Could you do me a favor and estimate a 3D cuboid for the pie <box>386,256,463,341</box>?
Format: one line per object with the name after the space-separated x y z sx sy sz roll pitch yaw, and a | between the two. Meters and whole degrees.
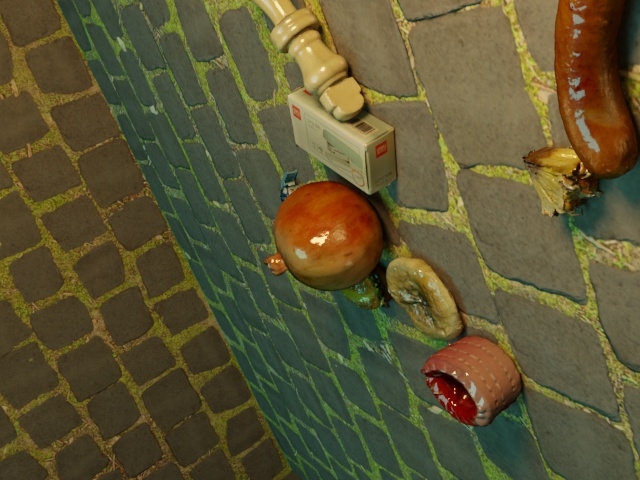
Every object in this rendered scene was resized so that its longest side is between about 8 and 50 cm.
0.232 0.124 1.553 0.218 0.052 0.185 53 152 9 | pie

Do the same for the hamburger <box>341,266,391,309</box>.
0.097 0.104 1.760 0.166 0.087 0.137 27 142 52 | hamburger

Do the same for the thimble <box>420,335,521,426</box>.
0.319 0.294 1.488 0.189 0.125 0.163 9 126 62 | thimble

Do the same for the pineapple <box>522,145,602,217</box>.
0.341 -0.087 1.027 0.116 0.069 0.137 49 158 19 | pineapple

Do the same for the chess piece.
-0.045 -0.406 1.383 0.397 0.117 0.117 55 158 3 | chess piece

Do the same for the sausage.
0.334 -0.213 0.864 0.103 0.076 0.302 34 147 49 | sausage

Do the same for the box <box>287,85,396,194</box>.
0.042 -0.215 1.476 0.269 0.079 0.135 40 151 38 | box

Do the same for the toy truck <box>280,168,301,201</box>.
-0.077 -0.144 1.862 0.073 0.056 0.090 32 134 59 | toy truck

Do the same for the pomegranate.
0.000 0.000 1.592 0.252 0.270 0.229 51 166 36 | pomegranate
